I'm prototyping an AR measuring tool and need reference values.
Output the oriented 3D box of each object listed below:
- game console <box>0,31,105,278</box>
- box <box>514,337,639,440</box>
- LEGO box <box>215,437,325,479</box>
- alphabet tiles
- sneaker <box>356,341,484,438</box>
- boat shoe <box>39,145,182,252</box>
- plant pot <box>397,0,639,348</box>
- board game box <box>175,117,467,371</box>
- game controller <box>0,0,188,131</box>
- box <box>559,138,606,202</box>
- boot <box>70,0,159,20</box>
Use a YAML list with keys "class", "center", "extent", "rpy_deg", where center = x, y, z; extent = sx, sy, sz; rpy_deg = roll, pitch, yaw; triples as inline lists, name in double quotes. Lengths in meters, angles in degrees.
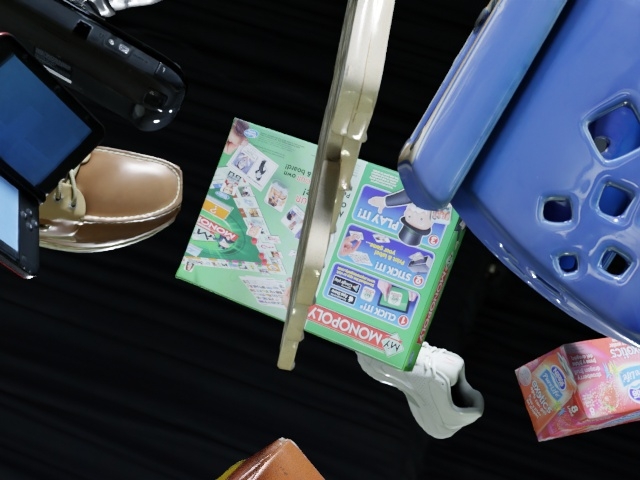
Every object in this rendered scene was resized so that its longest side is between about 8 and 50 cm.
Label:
- class: "game console"
  center: [-0.232, -0.061, 0.800]
  extent: [0.144, 0.085, 0.124]
  rpy_deg: [49, 24, -52]
- class: "box"
  center: [0.455, 0.226, 1.659]
  extent: [0.128, 0.256, 0.123]
  rpy_deg: [-44, -123, 52]
- class: "LEGO box"
  center: [-0.197, 0.398, 0.715]
  extent: [0.500, 0.193, 0.372]
  rpy_deg: [-38, 176, -36]
- class: "alphabet tiles"
  center: [0.014, -0.073, 0.630]
  extent: [0.284, 0.021, 0.278]
  rpy_deg: [107, -6, -65]
- class: "sneaker"
  center: [0.144, 0.170, 1.459]
  extent: [0.115, 0.232, 0.090]
  rpy_deg: [-33, -162, 45]
- class: "boat shoe"
  center: [-0.314, -0.057, 1.157]
  extent: [0.120, 0.323, 0.123]
  rpy_deg: [129, -42, -71]
- class: "plant pot"
  center: [0.191, -0.078, 0.791]
  extent: [0.236, 0.212, 0.236]
  rpy_deg: [-60, 180, 4]
- class: "board game box"
  center: [0.000, 0.000, 1.251]
  extent: [0.046, 0.317, 0.214]
  rpy_deg: [19, 91, -67]
- class: "game controller"
  center: [-0.309, -0.237, 1.248]
  extent: [0.067, 0.319, 0.166]
  rpy_deg: [-62, -172, -14]
- class: "box"
  center: [0.373, -0.112, 1.347]
  extent: [0.184, 0.103, 0.261]
  rpy_deg: [-32, 168, 5]
- class: "boot"
  center: [-0.312, -0.403, 1.344]
  extent: [0.338, 0.222, 0.118]
  rpy_deg: [67, 0, -50]
